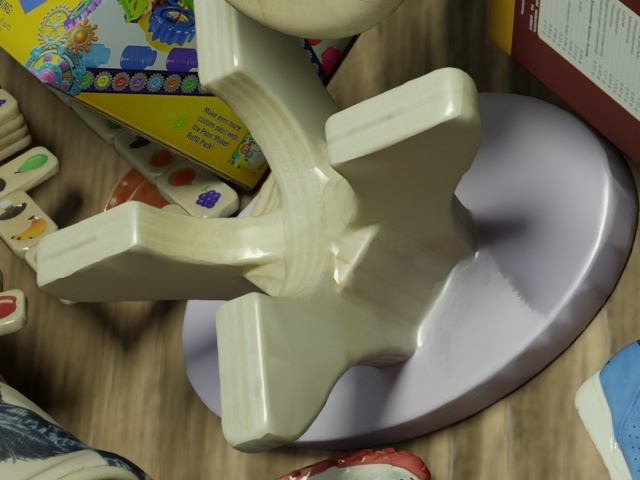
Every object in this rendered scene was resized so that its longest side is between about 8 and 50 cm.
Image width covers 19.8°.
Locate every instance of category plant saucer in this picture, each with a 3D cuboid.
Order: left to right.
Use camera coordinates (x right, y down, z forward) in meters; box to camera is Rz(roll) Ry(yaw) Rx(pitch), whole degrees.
[{"bbox_3d":[-0.099,-0.012,1.097,0.083,0.013,0.083,-17,61,35],"label":"plant saucer"}]

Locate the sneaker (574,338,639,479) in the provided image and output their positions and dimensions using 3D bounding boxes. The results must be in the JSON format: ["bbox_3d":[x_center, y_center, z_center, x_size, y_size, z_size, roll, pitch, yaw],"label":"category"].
[{"bbox_3d":[0.174,0.096,0.792,0.084,0.058,0.152,-48,42,26],"label":"sneaker"}]

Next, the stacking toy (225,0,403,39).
[{"bbox_3d":[0.070,-0.227,0.886,0.141,0.141,0.330,3,33,41],"label":"stacking toy"}]

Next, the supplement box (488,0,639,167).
[{"bbox_3d":[0.182,-0.134,0.767,0.194,0.129,0.191,48,149,40],"label":"supplement box"}]

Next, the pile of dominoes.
[{"bbox_3d":[-0.192,-0.040,1.085,0.196,0.040,0.251,-31,40,-17],"label":"pile of dominoes"}]

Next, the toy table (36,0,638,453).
[{"bbox_3d":[0.000,0.000,0.910,0.274,0.161,0.252,-33,54,25],"label":"toy table"}]

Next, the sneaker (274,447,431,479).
[{"bbox_3d":[-0.025,0.187,0.920,0.225,0.088,0.092,-45,72,16],"label":"sneaker"}]

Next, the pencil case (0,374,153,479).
[{"bbox_3d":[-0.250,0.109,1.080,0.410,0.183,0.160,35,125,43],"label":"pencil case"}]

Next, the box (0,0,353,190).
[{"bbox_3d":[-0.096,-0.234,1.076,0.290,0.177,0.279,39,98,42],"label":"box"}]
